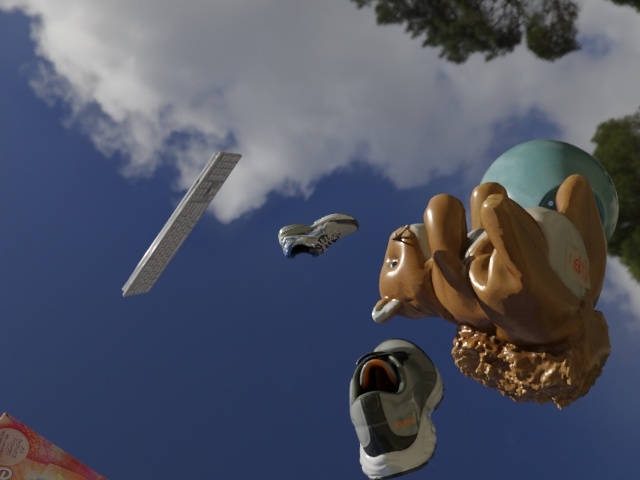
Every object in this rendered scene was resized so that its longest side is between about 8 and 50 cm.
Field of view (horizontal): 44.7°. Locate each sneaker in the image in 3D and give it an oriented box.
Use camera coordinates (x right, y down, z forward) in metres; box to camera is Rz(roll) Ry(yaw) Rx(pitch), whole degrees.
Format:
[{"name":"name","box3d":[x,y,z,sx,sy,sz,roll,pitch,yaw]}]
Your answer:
[{"name":"sneaker","box3d":[0.087,0.169,0.928,0.271,0.100,0.107,-67,-43,-74]},{"name":"sneaker","box3d":[0.000,0.000,1.268,0.135,0.052,0.058,-16,-128,11]}]

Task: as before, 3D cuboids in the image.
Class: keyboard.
[{"name":"keyboard","box3d":[-0.197,-0.022,1.112,0.014,0.256,0.072,41,-167,17]}]

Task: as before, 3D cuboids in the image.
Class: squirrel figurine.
[{"name":"squirrel figurine","box3d":[0.267,0.106,1.290,0.281,0.371,0.396,-25,-84,-45]}]

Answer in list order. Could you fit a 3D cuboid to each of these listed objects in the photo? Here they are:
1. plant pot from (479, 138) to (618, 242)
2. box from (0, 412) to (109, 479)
[{"name":"plant pot","box3d":[0.477,-0.058,1.577,0.291,0.195,0.290,0,-82,1]},{"name":"box","box3d":[-0.322,0.323,0.729,0.142,0.300,0.154,35,-145,-4]}]
